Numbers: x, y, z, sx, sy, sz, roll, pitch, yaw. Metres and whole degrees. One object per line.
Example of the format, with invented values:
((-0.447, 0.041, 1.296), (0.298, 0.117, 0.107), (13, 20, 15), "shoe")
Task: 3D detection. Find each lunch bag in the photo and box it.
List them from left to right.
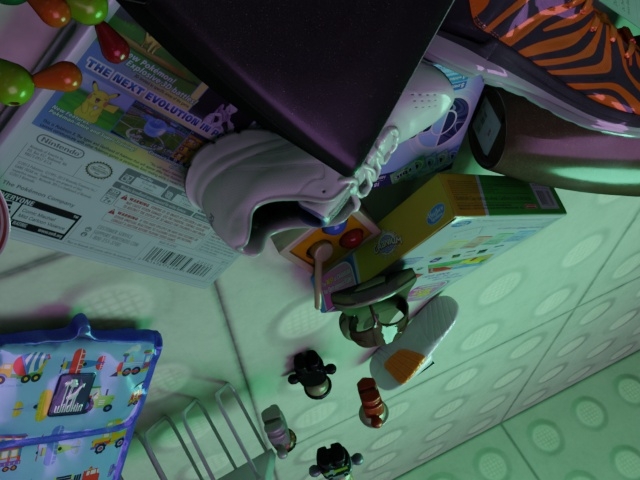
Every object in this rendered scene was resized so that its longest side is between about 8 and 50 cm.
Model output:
((-0.357, 0.215, 0.774), (0.221, 0.138, 0.293), (8, 118, -42), "lunch bag")

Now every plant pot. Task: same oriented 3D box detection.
((-0.035, -0.184, 0.411), (0.167, 0.188, 0.187), (24, 100, -35), "plant pot")
((0.322, -0.155, 0.755), (0.230, 0.215, 0.215), (-6, 141, -10), "plant pot")

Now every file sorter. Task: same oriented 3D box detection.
((-0.240, 0.386, 0.979), (0.277, 0.173, 0.193), (-28, 175, -5), "file sorter")

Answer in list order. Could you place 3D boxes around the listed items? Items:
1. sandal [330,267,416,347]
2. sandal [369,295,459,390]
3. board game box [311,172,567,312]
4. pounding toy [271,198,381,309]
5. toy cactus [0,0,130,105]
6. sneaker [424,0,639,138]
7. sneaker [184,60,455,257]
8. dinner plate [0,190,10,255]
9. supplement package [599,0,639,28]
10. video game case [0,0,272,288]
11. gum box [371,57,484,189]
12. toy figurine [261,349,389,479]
((0.086, 0.113, 0.834), (0.120, 0.086, 0.303), (-19, 159, -2), "sandal")
((0.216, 0.228, 1.235), (0.076, 0.102, 0.265), (17, 122, -45), "sandal")
((0.167, 0.012, 0.869), (0.242, 0.064, 0.316), (-2, 154, -37), "board game box")
((0.000, 0.000, 0.767), (0.141, 0.100, 0.130), (-38, 146, 11), "pounding toy")
((-0.255, -0.164, 0.378), (0.218, 0.112, 0.181), (-18, 125, -11), "toy cactus")
((0.259, -0.224, 0.563), (0.321, 0.125, 0.180), (17, 126, -8), "sneaker")
((0.015, -0.078, 0.588), (0.297, 0.129, 0.111), (-30, 144, -4), "sneaker")
((-0.340, -0.029, 0.495), (0.141, 0.017, 0.141), (-3, 120, -4), "dinner plate")
((0.208, -0.316, 0.370), (0.198, 0.263, 0.199), (-39, 146, 11), "supplement package")
((-0.150, -0.083, 0.602), (0.300, 0.036, 0.329), (-43, 144, 18), "video game case")
((0.118, -0.152, 0.716), (0.156, 0.041, 0.184), (-16, 145, -22), "gum box")
((0.009, 0.341, 1.096), (0.210, 0.213, 0.148), (-57, 153, -28), "toy figurine")
